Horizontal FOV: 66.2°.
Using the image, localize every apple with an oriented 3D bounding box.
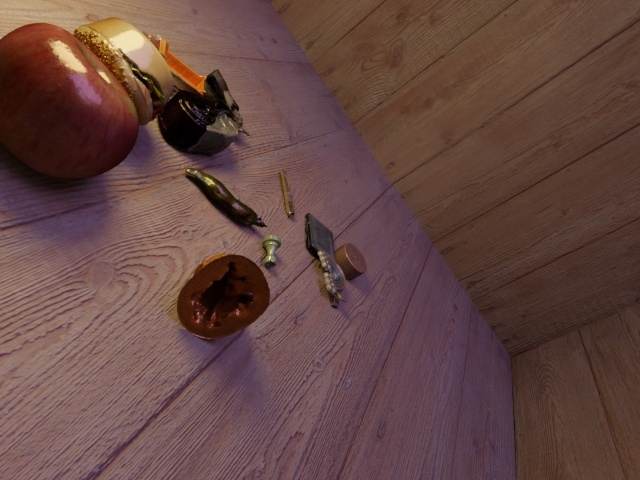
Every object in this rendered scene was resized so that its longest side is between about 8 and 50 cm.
[{"bbox_3d":[-0.594,-0.300,1.123,0.345,0.269,0.345,50,4,-5],"label":"apple"}]

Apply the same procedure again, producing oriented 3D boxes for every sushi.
[{"bbox_3d":[-0.384,-0.508,1.909,0.273,0.109,0.134,61,18,-26],"label":"sushi"}]

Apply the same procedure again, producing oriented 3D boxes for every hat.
[{"bbox_3d":[-0.266,0.095,1.322,0.233,0.233,0.245,-118,-155,-61],"label":"hat"}]

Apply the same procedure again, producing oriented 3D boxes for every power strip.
[{"bbox_3d":[0.126,0.089,2.126,0.154,0.078,0.154,40,31,-30],"label":"power strip"}]

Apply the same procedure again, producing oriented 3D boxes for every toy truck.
[{"bbox_3d":[-0.528,-0.586,1.683,0.270,0.135,0.114,33,35,-40],"label":"toy truck"}]

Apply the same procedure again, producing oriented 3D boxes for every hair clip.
[{"bbox_3d":[0.050,0.153,1.933,0.140,0.054,0.220,24,44,-46],"label":"hair clip"}]

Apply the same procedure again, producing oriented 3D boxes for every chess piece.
[{"bbox_3d":[-0.170,0.040,1.687,0.067,0.067,0.103,35,42,-38],"label":"chess piece"}]

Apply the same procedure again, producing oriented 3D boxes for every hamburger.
[{"bbox_3d":[-0.548,-0.458,1.350,0.302,0.302,0.170,47,64,-19],"label":"hamburger"}]

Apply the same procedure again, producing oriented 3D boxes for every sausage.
[{"bbox_3d":[-0.139,-0.197,2.038,0.032,0.032,0.269,30,37,-43],"label":"sausage"}]

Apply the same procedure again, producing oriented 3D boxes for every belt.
[{"bbox_3d":[-0.399,-0.403,1.672,0.184,0.164,0.289,58,23,14],"label":"belt"}]

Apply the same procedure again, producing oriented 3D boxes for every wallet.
[{"bbox_3d":[0.002,-0.001,2.058,0.167,0.036,0.222,39,30,-32],"label":"wallet"}]

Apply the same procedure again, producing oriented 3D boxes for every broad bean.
[{"bbox_3d":[-0.307,-0.131,1.636,0.339,0.061,0.077,43,22,-29],"label":"broad bean"}]
